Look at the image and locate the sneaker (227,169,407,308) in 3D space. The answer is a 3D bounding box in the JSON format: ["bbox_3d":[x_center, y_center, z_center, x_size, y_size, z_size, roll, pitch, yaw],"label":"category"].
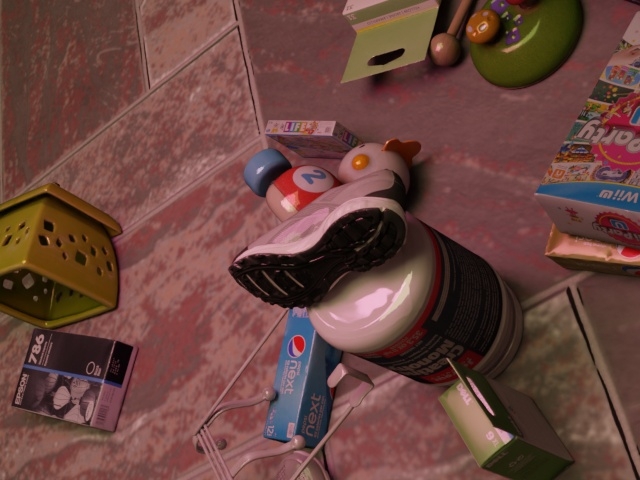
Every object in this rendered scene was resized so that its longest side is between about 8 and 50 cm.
[{"bbox_3d":[0.000,0.000,1.219,0.271,0.100,0.108,-26,32,34],"label":"sneaker"}]

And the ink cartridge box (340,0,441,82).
[{"bbox_3d":[0.116,-0.377,1.650,0.171,0.056,0.235,-10,46,37],"label":"ink cartridge box"}]

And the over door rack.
[{"bbox_3d":[-0.047,0.241,1.380,0.324,0.108,0.239,-62,38,20],"label":"over door rack"}]

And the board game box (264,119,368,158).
[{"bbox_3d":[-0.003,-0.166,1.663,0.154,0.103,0.026,7,76,42],"label":"board game box"}]

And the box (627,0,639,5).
[{"bbox_3d":[0.392,-0.454,1.304,0.343,0.312,0.179,38,97,45],"label":"box"}]

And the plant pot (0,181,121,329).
[{"bbox_3d":[-0.535,0.025,1.963,0.228,0.227,0.207,-17,55,35],"label":"plant pot"}]

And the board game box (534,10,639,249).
[{"bbox_3d":[0.436,-0.133,1.223,0.224,0.097,0.303,16,68,45],"label":"board game box"}]

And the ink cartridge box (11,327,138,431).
[{"bbox_3d":[-0.494,0.260,1.926,0.332,0.065,0.165,0,72,42],"label":"ink cartridge box"}]

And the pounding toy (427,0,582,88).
[{"bbox_3d":[0.263,-0.337,1.505,0.237,0.110,0.183,22,86,44],"label":"pounding toy"}]

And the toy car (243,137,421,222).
[{"bbox_3d":[0.051,-0.083,1.526,0.238,0.210,0.219,-43,58,1],"label":"toy car"}]

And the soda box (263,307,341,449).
[{"bbox_3d":[-0.021,0.206,1.529,0.067,0.071,0.210,-2,70,42],"label":"soda box"}]

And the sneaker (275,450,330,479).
[{"bbox_3d":[-0.055,0.436,1.421,0.105,0.115,0.281,-6,67,39],"label":"sneaker"}]

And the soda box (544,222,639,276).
[{"bbox_3d":[0.381,0.010,1.274,0.181,0.061,0.058,6,75,42],"label":"soda box"}]

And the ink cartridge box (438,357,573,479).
[{"bbox_3d":[0.213,0.225,1.219,0.062,0.209,0.109,-44,48,16],"label":"ink cartridge box"}]

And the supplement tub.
[{"bbox_3d":[0.128,0.082,1.315,0.191,0.272,0.191,-19,59,35],"label":"supplement tub"}]
